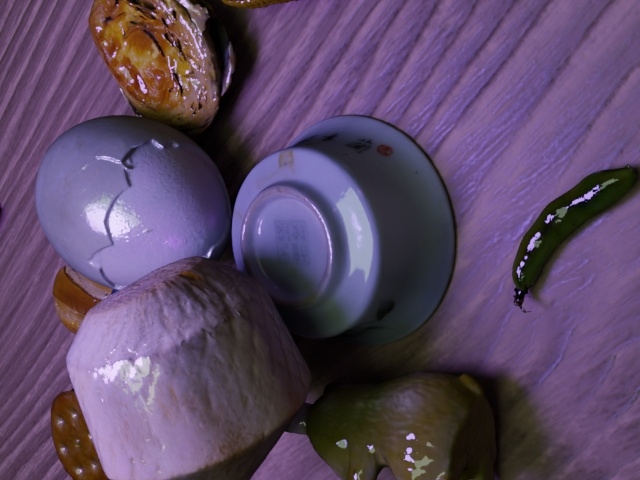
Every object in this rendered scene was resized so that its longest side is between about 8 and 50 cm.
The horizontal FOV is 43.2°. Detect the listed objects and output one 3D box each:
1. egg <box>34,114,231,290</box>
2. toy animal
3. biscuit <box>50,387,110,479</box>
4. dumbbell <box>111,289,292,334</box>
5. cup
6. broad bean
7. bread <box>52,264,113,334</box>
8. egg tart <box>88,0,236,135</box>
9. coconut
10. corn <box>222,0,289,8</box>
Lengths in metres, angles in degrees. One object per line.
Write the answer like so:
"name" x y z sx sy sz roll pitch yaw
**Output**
"egg" -0.289 -0.055 1.292 0.336 0.278 0.278 17 109 34
"toy animal" 0.072 0.282 1.141 0.363 0.181 0.180 -12 82 38
"biscuit" -0.480 0.405 1.673 0.221 0.066 0.220 12 109 38
"dumbbell" -0.204 0.147 1.350 0.325 0.160 0.144 15 77 35
"cup" 0.000 0.000 1.147 0.347 0.163 0.346 9 105 38
"broad bean" 0.295 -0.011 0.987 0.069 0.039 0.226 48 125 29
"bread" -0.415 0.126 1.540 0.236 0.106 0.139 20 109 34
"egg tart" -0.243 -0.314 1.315 0.297 0.132 0.297 22 127 32
"coconut" -0.168 0.197 1.066 0.329 0.329 0.328 9 104 37
"corn" -0.016 -0.401 1.105 0.345 0.131 0.131 -1 98 39
